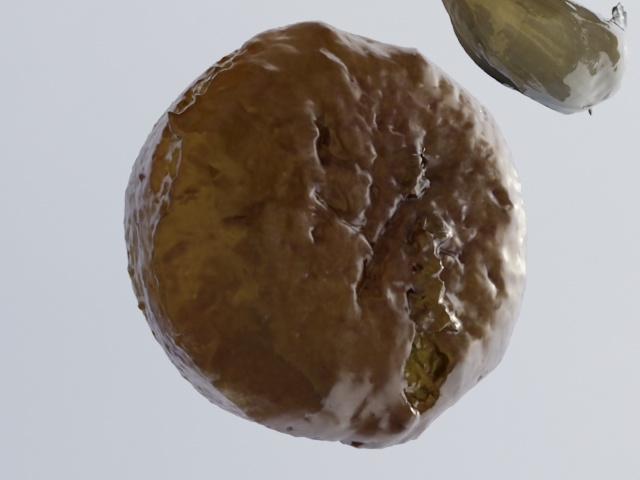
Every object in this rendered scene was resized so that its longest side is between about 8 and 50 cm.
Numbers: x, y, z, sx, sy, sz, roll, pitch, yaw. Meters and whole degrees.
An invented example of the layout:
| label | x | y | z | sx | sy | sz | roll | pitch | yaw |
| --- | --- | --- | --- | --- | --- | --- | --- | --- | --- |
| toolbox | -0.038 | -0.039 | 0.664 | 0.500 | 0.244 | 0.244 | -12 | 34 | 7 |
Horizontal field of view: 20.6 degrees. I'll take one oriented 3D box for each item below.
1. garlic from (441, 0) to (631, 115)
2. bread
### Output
| label | x | y | z | sx | sy | sz | roll | pitch | yaw |
| --- | --- | --- | --- | --- | --- | --- | --- | --- | --- |
| garlic | 0.114 | -0.108 | 0.971 | 0.084 | 0.152 | 0.066 | -5 | -115 | 46 |
| bread | 0.004 | 0.003 | 1.261 | 0.312 | 0.172 | 0.312 | 6 | -102 | -30 |
